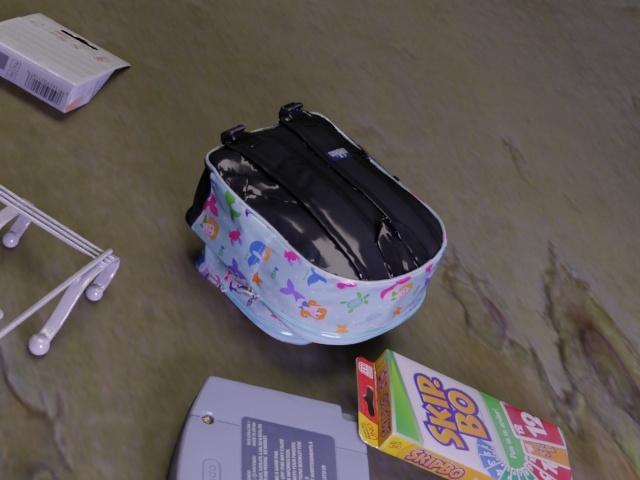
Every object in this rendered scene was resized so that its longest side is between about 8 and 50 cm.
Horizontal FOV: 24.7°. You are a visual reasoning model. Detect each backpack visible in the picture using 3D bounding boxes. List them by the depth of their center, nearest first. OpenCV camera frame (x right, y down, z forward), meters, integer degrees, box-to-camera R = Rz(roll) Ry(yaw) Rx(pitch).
[{"bbox_3d":[0.000,0.000,1.589,0.253,0.191,0.225,37,40,26],"label":"backpack"}]

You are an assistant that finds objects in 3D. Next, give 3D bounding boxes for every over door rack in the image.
[{"bbox_3d":[-0.359,0.018,1.398,0.239,0.108,0.324,31,16,6],"label":"over door rack"}]

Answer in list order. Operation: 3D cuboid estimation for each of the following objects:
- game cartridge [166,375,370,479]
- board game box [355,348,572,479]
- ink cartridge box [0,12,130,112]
[{"bbox_3d":[-0.047,0.259,1.363,0.198,0.062,0.297,12,39,-12],"label":"game cartridge"},{"bbox_3d":[0.152,0.203,1.528,0.259,0.039,0.124,23,35,-19],"label":"board game box"},{"bbox_3d":[-0.334,-0.223,1.806,0.145,0.045,0.179,30,18,6],"label":"ink cartridge box"}]
